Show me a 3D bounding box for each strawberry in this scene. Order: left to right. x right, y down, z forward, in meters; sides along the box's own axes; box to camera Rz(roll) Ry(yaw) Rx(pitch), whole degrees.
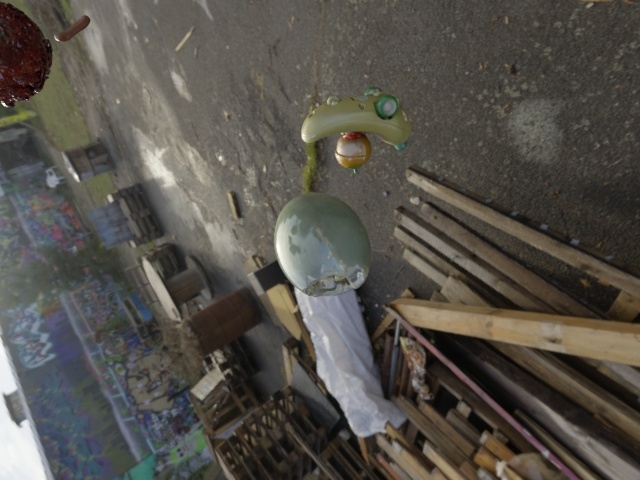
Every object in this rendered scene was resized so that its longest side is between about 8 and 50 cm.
[{"bbox_3d":[-0.810,-0.445,1.018,0.220,0.274,0.274,43,146,30],"label":"strawberry"}]

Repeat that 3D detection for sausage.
[{"bbox_3d":[-1.016,-0.868,1.702,0.043,0.186,0.043,17,146,12],"label":"sausage"}]

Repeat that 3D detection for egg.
[{"bbox_3d":[0.000,0.000,1.247,0.278,0.279,0.335,103,154,-51],"label":"egg"}]

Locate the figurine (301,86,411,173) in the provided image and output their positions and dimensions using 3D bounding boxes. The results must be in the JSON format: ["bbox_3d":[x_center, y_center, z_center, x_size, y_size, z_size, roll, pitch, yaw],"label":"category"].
[{"bbox_3d":[0.105,-0.311,1.187,0.124,0.325,0.222,-116,20,-51],"label":"figurine"}]
